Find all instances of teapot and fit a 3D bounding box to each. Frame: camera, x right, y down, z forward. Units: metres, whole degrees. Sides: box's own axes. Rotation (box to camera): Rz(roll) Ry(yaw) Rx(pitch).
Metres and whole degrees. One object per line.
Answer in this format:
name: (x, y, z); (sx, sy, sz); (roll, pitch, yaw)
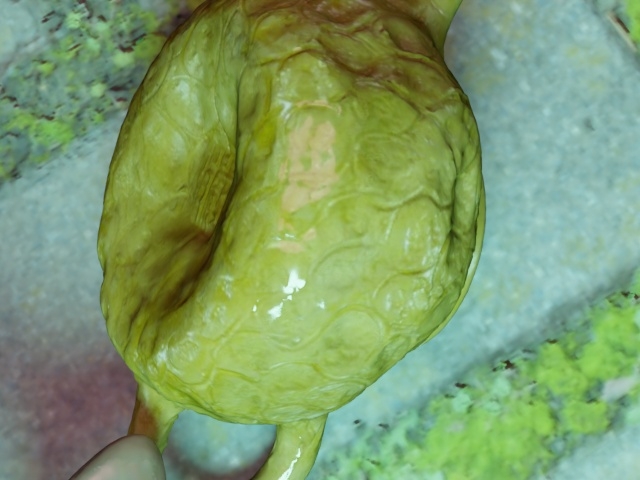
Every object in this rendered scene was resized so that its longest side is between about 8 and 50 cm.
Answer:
teapot: (0.000, 0.000, 0.722); (0.167, 0.203, 0.311); (14, 98, -32)

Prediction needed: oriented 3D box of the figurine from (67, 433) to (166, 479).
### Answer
figurine: (-0.129, 0.297, 0.626); (0.154, 0.193, 0.421); (3, 97, -29)
